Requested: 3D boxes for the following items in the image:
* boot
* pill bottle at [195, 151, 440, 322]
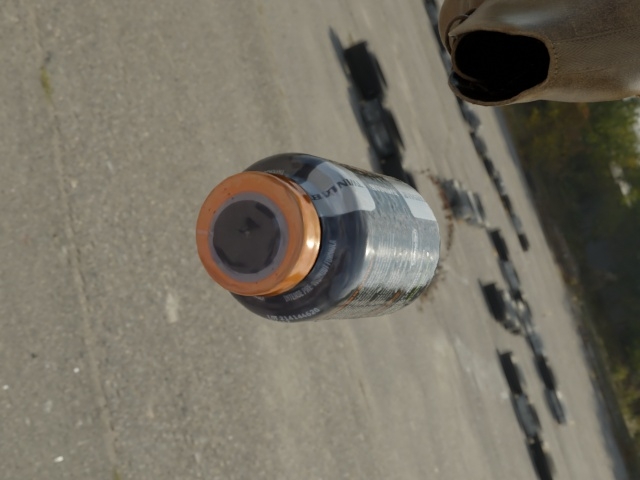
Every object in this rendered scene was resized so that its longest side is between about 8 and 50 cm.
[{"bbox_3d":[0.124,-0.145,0.663,0.305,0.115,0.112,-134,-150,-72],"label":"boot"},{"bbox_3d":[0.000,0.000,0.777,0.246,0.130,0.130,6,64,-66],"label":"pill bottle"}]
